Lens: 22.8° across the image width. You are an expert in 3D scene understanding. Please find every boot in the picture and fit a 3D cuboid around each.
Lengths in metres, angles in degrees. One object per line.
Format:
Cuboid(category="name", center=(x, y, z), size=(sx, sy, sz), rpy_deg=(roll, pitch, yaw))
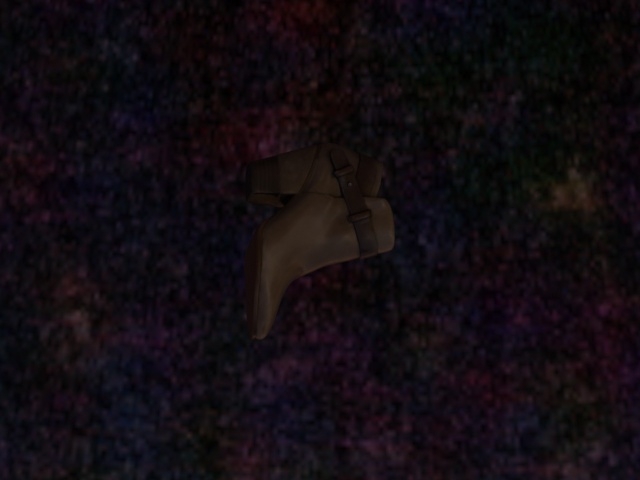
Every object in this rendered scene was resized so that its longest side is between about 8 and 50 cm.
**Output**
Cuboid(category="boot", center=(0.000, 0.000, 0.924), size=(0.087, 0.119, 0.042), rpy_deg=(3, 171, -15))
